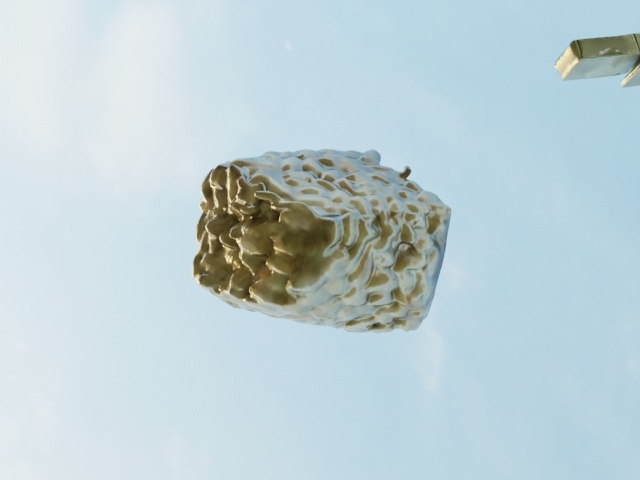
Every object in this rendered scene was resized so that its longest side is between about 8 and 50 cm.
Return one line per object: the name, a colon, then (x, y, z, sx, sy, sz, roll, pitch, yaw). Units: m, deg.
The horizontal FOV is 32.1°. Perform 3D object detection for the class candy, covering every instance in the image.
candy: (0.000, 0.000, 0.516, 0.095, 0.110, 0.085, 21, -76, 44)

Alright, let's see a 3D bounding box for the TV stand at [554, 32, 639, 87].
TV stand: (0.320, -0.167, 0.978, 0.249, 0.036, 0.042, -10, -109, -22)
